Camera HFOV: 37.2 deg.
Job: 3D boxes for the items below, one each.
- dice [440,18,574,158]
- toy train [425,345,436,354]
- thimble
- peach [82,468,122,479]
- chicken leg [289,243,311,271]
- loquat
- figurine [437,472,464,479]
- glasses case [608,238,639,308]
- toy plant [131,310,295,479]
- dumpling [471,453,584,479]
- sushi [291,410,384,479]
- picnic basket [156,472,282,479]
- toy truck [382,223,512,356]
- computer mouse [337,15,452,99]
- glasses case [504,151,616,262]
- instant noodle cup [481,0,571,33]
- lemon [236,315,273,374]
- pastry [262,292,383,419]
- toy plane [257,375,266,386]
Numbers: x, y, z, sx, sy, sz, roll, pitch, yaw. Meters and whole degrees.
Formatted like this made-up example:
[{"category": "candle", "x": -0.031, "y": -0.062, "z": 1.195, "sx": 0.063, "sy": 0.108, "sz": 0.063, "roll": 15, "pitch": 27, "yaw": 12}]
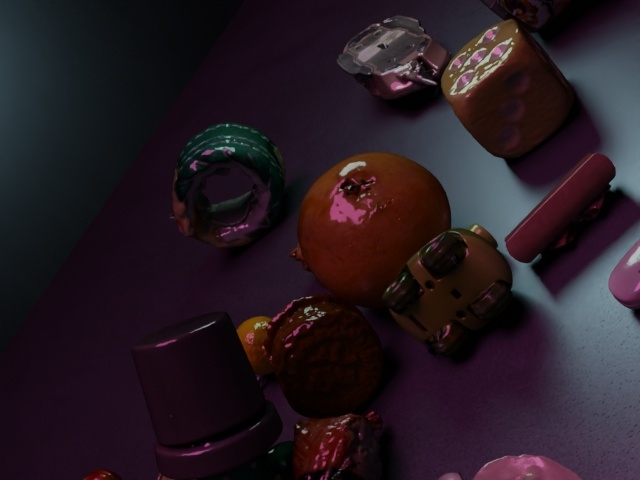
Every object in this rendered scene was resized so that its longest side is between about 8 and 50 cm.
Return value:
[{"category": "dice", "x": 0.320, "y": -0.258, "z": 1.631, "sx": 0.169, "sy": 0.166, "sz": 0.169, "roll": -39, "pitch": 28, "yaw": 21}, {"category": "toy train", "x": 0.165, "y": 0.150, "z": 1.489, "sx": 0.017, "sy": 0.017, "sz": 0.083, "roll": -51, "pitch": 24, "yaw": 13}, {"category": "thimble", "x": -0.218, "y": -0.124, "z": 2.207, "sx": 0.288, "sy": 0.254, "sz": 0.167, "roll": -41, "pitch": 26, "yaw": 22}, {"category": "peach", "x": -0.436, "y": 0.502, "z": 1.879, "sx": 0.100, "sy": 0.100, "sz": 0.101, "roll": -37, "pitch": 28, "yaw": 24}, {"category": "chicken leg", "x": 0.003, "y": -0.001, "z": 1.896, "sx": 0.101, "sy": 0.085, "sz": 0.207, "roll": -47, "pitch": 14, "yaw": 33}, {"category": "loquat", "x": 0.094, "y": -0.017, "z": 1.596, "sx": 0.263, "sy": 0.263, "sz": 0.263, "roll": -37, "pitch": 28, "yaw": 24}, {"category": "figurine", "x": 0.087, "y": 0.380, "z": 1.070, "sx": 0.167, "sy": 0.141, "sz": 0.250, "roll": 99, "pitch": 177, "yaw": -51}, {"category": "glasses case", "x": 0.446, "y": 0.006, "z": 1.198, "sx": 0.197, "sy": 0.049, "sz": 0.076, "roll": -45, "pitch": 25, "yaw": 8}, {"category": "toy plant", "x": -0.131, "y": 0.307, "z": 1.360, "sx": 0.185, "sy": 0.400, "sz": 0.279, "roll": -14, "pitch": 8, "yaw": 28}, {"category": "dumpling", "x": 0.244, "y": 0.336, "z": 1.009, "sx": 0.166, "sy": 0.126, "sz": 0.216, "roll": -18, "pitch": 19, "yaw": 10}, {"category": "sushi", "x": 0.017, "y": 0.360, "z": 1.311, "sx": 0.124, "sy": 0.130, "sz": 0.332, "roll": -14, "pitch": 44, "yaw": 22}, {"category": "picnic basket", "x": -0.184, "y": 0.447, "z": 1.494, "sx": 0.165, "sy": 0.139, "sz": 0.267, "roll": -22, "pitch": 37, "yaw": 45}, {"category": "toy truck", "x": 0.193, "y": 0.065, "z": 1.436, "sx": 0.187, "sy": 0.148, "sz": 0.210, "roll": -47, "pitch": 5, "yaw": 12}, {"category": "computer mouse", "x": 0.179, "y": -0.383, "z": 2.105, "sx": 0.199, "sy": 0.115, "sz": 0.389, "roll": -40, "pitch": 36, "yaw": -4}, {"category": "glasses case", "x": 0.359, "y": -0.041, "z": 1.405, "sx": 0.193, "sy": 0.070, "sz": 0.102, "roll": -47, "pitch": -2, "yaw": 10}, {"category": "instant noodle cup", "x": 0.397, "y": -0.514, "z": 1.805, "sx": 0.182, "sy": 0.258, "sz": 0.302, "roll": -52, "pitch": 50, "yaw": 29}, {"category": "lemon", "x": -0.108, "y": 0.195, "z": 1.760, "sx": 0.109, "sy": 0.109, "sz": 0.133, "roll": -57, "pitch": 18, "yaw": -16}, {"category": "pastry", "x": 0.007, "y": 0.182, "z": 1.500, "sx": 0.189, "sy": 0.188, "sz": 0.103, "roll": -48, "pitch": 23, "yaw": 2}, {"category": "toy plane", "x": -0.233, "y": 0.283, "z": 1.846, "sx": 0.182, "sy": 0.107, "sz": 0.273, "roll": -58, "pitch": 30, "yaw": -6}]
